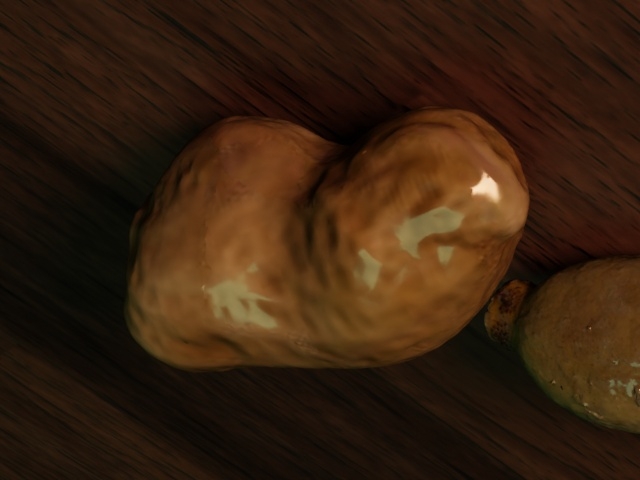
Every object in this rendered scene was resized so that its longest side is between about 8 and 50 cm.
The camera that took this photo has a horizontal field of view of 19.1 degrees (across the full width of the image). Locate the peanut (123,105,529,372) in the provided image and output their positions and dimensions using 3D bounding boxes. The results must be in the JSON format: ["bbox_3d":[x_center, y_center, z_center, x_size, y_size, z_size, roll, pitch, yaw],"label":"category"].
[{"bbox_3d":[0.000,0.000,0.941,0.253,0.122,0.137,-5,130,37],"label":"peanut"}]

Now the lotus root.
[{"bbox_3d":[0.161,0.051,0.931,0.183,0.090,0.077,8,-174,29],"label":"lotus root"}]
